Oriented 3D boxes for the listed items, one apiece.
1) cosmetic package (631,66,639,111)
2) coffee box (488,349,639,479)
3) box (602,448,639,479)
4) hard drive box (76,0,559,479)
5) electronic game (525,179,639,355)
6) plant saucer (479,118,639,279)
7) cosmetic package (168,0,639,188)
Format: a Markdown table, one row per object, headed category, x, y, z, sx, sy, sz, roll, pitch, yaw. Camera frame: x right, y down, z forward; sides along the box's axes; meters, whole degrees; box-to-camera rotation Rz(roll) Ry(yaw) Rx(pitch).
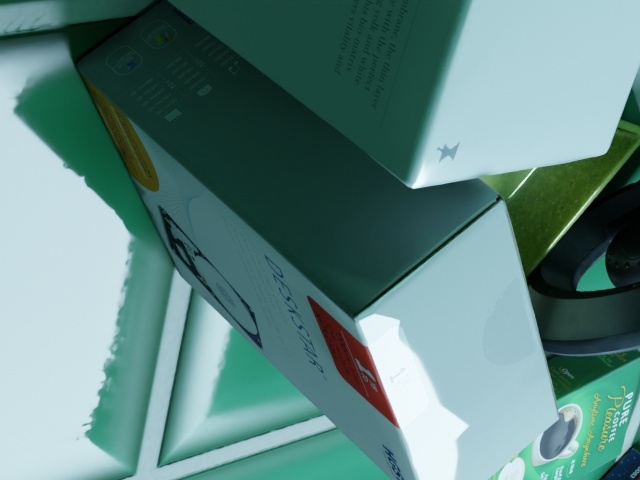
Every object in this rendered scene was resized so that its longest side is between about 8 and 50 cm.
| category | x | y | z | sx | sy | sz | roll | pitch | yaw |
| --- | --- | --- | --- | --- | --- | --- | --- | --- | --- |
| cosmetic package | 0.239 | -0.145 | 1.057 | 0.127 | 0.107 | 0.238 | -9 | 143 | 16 |
| coffee box | 0.155 | 0.148 | 1.311 | 0.184 | 0.040 | 0.113 | -24 | 137 | -28 |
| box | 0.221 | 0.301 | 1.502 | 0.233 | 0.044 | 0.159 | -45 | 142 | -5 |
| hard drive box | 0.000 | 0.000 | 0.877 | 0.089 | 0.232 | 0.181 | -38 | 140 | -14 |
| electronic game | 0.228 | 0.006 | 1.131 | 0.229 | 0.229 | 0.048 | -33 | 107 | -20 |
| plant saucer | 0.080 | -0.026 | 1.067 | 0.188 | 0.045 | 0.188 | 12 | 123 | -49 |
| cosmetic package | 0.045 | -0.178 | 0.775 | 0.138 | 0.225 | 0.224 | -10 | 128 | -39 |
